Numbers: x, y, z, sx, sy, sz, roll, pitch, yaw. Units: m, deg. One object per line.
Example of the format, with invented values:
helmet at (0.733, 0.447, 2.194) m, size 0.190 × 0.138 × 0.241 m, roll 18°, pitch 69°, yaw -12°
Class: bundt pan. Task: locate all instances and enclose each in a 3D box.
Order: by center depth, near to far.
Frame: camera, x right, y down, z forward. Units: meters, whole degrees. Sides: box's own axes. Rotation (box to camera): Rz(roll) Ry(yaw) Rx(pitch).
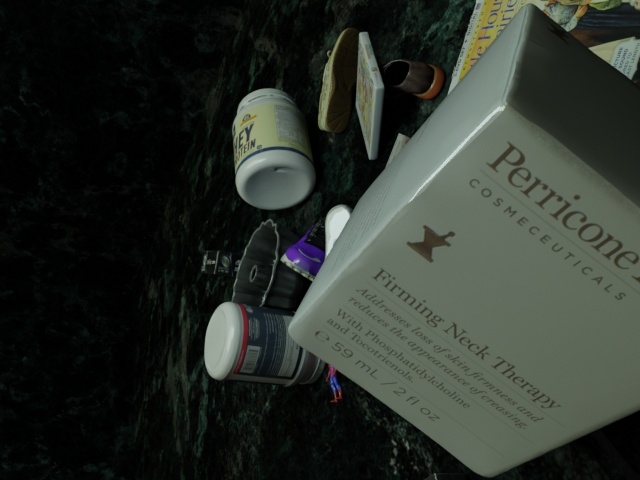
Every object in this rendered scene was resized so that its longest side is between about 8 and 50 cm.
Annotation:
bundt pan at (-0.141, 0.111, 1.621) m, size 0.331 × 0.124 × 0.331 m, roll -48°, pitch 33°, yaw 45°

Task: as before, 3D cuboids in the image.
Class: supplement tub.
supplement tub at (-0.138, 0.266, 1.412) m, size 0.191 × 0.272 × 0.191 m, roll -34°, pitch 50°, yaw 52°
supplement tub at (-0.147, -0.281, 1.701) m, size 0.235 × 0.235 × 0.325 m, roll -49°, pitch 39°, yaw 41°

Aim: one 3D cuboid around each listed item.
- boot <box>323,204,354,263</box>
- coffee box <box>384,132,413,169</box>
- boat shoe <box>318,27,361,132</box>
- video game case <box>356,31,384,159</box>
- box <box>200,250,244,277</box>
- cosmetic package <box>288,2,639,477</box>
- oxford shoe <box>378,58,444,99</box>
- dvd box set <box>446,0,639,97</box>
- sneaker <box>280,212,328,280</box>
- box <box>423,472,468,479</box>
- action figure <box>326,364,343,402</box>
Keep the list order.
boot at (0.064, 0.055, 1.259) m, size 0.095 × 0.123 × 0.258 m, roll 2°, pitch 80°, yaw 32°
coffee box at (0.186, -0.080, 1.153) m, size 0.141 × 0.098 × 0.247 m, roll 45°, pitch 118°, yaw 58°
boat shoe at (0.047, -0.446, 1.557) m, size 0.089 × 0.104 × 0.285 m, roll 25°, pitch 101°, yaw 59°
video game case at (0.117, -0.348, 1.356) m, size 0.227 × 0.026 × 0.206 m, roll 89°, pitch 173°, yaw -54°
box at (-0.286, 0.085, 1.857) m, size 0.147 × 0.180 × 0.078 m, roll -4°, pitch 76°, yaw 62°
cosmetic package at (0.228, 0.007, 0.682) m, size 0.394 × 0.329 × 0.327 m, roll -51°, pitch 5°, yaw 41°
oxford shoe at (0.174, -0.390, 1.306) m, size 0.271 × 0.098 × 0.097 m, roll 29°, pitch 104°, yaw 61°
dvd box set at (0.395, -0.339, 0.923) m, size 0.420 × 0.062 × 0.308 m, roll 29°, pitch 104°, yaw 61°
sneaker at (-0.001, -0.001, 1.345) m, size 0.146 × 0.102 × 0.293 m, roll -59°, pitch -5°, yaw 13°
box at (0.164, 0.569, 0.939) m, size 0.307 × 0.076 × 0.243 m, roll -52°, pitch 37°, yaw 38°
action figure at (0.031, 0.328, 1.339) m, size 0.038 × 0.030 × 0.115 m, roll 129°, pitch 145°, yaw -47°
